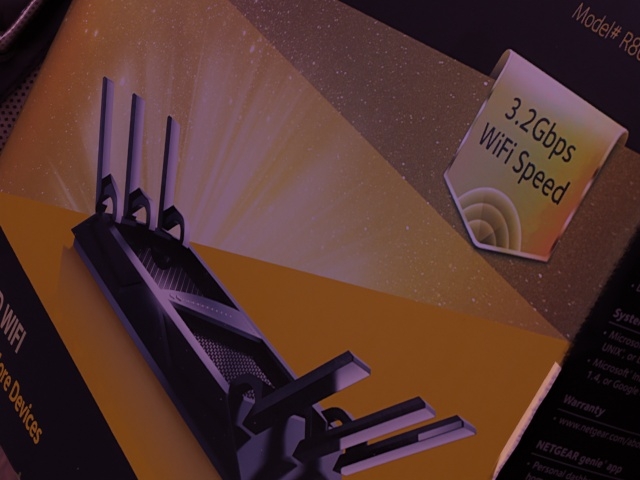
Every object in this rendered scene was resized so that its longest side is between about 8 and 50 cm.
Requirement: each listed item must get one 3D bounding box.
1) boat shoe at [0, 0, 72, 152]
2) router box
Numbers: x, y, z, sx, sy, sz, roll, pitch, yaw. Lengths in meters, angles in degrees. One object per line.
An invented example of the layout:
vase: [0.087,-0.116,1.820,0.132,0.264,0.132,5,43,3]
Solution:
boat shoe: [-0.111,-0.125,0.692,0.132,0.130,0.355,37,106,53]
router box: [0.000,0.000,0.529,0.243,0.081,0.309,-62,36,13]
